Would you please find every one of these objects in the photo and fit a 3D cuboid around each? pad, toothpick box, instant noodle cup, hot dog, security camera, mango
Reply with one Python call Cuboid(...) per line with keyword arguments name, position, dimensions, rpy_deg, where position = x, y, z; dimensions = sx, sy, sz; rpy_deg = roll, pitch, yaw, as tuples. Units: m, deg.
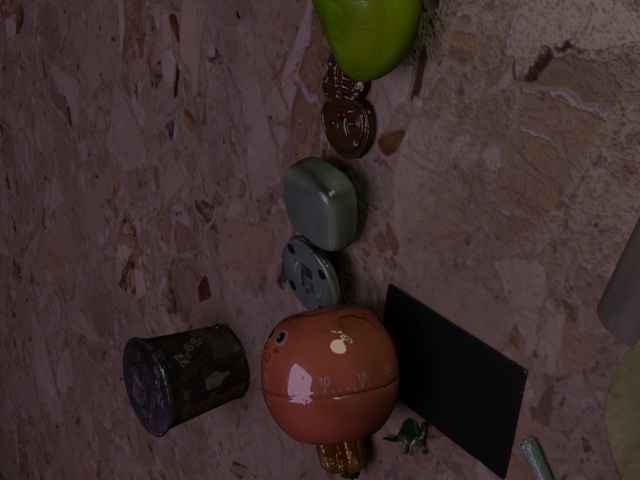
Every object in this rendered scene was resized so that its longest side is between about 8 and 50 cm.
Cuboid(name="pad", position=(0.196, 0.217, 1.443), dimensions=(0.300, 0.005, 0.202), rpy_deg=(32, 126, 44))
Cuboid(name="toothpick box", position=(0.394, 0.027, 1.019), dimensions=(0.111, 0.111, 0.181), rpy_deg=(45, 135, 35))
Cuboid(name="instant noodle cup", position=(-0.284, 0.285, 1.944), dimensions=(0.217, 0.207, 0.217), rpy_deg=(22, 118, 49))
Cuboid(name="hot dog", position=(0.028, 0.314, 1.652), dimensions=(0.104, 0.076, 0.250), rpy_deg=(-15, 93, 35))
Cuboid(name="security camera", position=(0.000, 0.000, 1.578), dimensions=(0.157, 0.080, 0.301), rpy_deg=(38, 140, 38))
Cuboid(name="mango", position=(0.064, -0.373, 1.295), dimensions=(0.185, 0.149, 0.273), rpy_deg=(-16, 96, 51))

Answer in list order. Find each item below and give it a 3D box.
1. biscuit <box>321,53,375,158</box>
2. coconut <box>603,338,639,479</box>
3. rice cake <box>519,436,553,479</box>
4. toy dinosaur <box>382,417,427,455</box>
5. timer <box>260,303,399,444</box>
Cuboid(name="biscuit", position=(0.040, -0.219, 1.484), dimensions=(0.124, 0.026, 0.175), rpy_deg=(10, 110, 51))
Cuboid(name="coconut", position=(0.457, 0.206, 0.801), dimensions=(0.415, 0.344, 0.415), rpy_deg=(29, 146, 22))
Cuboid(name="rice cake", position=(0.319, 0.340, 1.304), dimensions=(0.021, 0.022, 0.121), rpy_deg=(-32, 76, 44))
Cuboid(name="toy dinosaur", position=(0.146, 0.331, 1.540), dimensions=(0.119, 0.029, 0.060), rpy_deg=(-10, 78, 60))
Cuboid(name="timer", position=(0.015, 0.215, 1.487), dimensions=(0.229, 0.229, 0.215), rpy_deg=(-5, 88, 54))
